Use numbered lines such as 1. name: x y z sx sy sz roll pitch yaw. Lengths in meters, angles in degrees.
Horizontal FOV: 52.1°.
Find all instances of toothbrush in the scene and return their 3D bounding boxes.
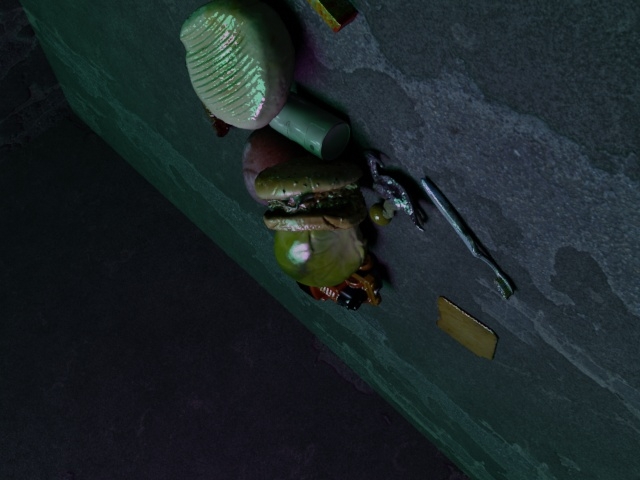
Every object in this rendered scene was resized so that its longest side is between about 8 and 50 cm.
1. toothbrush: 0.397 -0.007 1.771 0.413 0.042 0.035 52 160 -7

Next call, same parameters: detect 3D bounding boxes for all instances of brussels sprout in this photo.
1. brussels sprout: 0.000 0.000 2.227 0.268 0.344 0.344 -104 -11 -53

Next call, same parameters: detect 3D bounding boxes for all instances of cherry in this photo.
1. cherry: -0.142 -0.244 2.144 0.261 0.221 0.307 -11 98 43

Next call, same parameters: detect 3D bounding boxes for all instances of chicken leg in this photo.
1. chicken leg: -0.399 -0.506 2.369 0.177 0.083 0.322 53 168 29

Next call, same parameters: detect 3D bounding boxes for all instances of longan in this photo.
1. longan: 0.184 -0.080 2.009 0.075 0.075 0.083 47 163 1

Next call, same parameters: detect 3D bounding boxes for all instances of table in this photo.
1. table: -0.032 -0.331 1.887 0.220 0.126 0.126 36 158 29

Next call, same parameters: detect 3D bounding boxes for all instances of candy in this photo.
1. candy: 0.021 -0.537 1.483 0.122 0.062 0.038 49 158 -4

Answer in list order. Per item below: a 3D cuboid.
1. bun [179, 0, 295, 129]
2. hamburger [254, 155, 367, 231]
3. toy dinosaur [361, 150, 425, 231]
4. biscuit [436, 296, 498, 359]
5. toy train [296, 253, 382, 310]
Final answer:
1. bun: -0.200 -0.486 1.781 0.365 0.219 0.364 21 126 33
2. hamburger: -0.008 -0.137 1.916 0.277 0.318 0.195 12 115 50
3. toy dinosaur: 0.204 -0.130 1.863 0.294 0.077 0.162 44 167 13
4. biscuit: 0.487 0.302 2.203 0.237 0.013 0.232 37 157 28
5. toy train: 0.059 0.128 2.416 0.369 0.231 0.163 33 159 36
